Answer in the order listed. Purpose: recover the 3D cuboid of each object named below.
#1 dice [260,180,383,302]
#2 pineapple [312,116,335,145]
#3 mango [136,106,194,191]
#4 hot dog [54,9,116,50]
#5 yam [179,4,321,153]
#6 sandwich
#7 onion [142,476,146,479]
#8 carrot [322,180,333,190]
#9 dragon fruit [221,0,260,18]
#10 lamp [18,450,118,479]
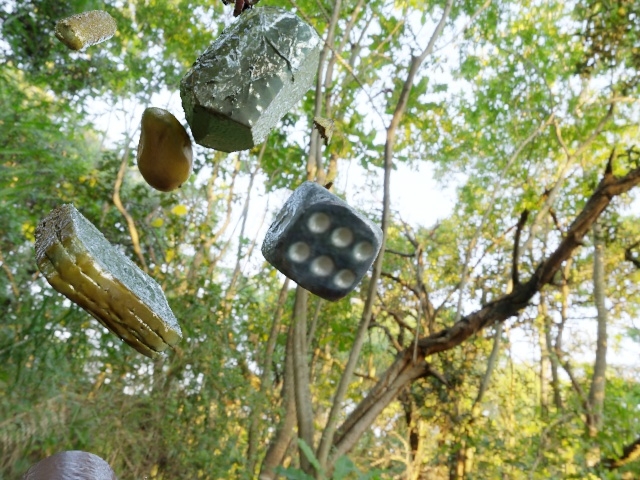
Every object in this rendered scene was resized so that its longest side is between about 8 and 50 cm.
[{"bbox_3d":[0.000,0.000,0.997,0.182,0.181,0.183,32,4,-16],"label":"dice"},{"bbox_3d":[0.021,-0.400,1.843,0.077,0.114,0.114,-24,-49,-10],"label":"pineapple"},{"bbox_3d":[-0.299,-0.172,0.981,0.115,0.089,0.164,21,-62,2],"label":"mango"},{"bbox_3d":[-0.576,-0.530,1.257,0.083,0.289,0.068,26,-66,-18],"label":"hot dog"},{"bbox_3d":[-0.144,-0.302,0.977,0.202,0.271,0.202,26,-20,2],"label":"yam"},{"bbox_3d":[-0.411,0.081,0.988,0.271,0.099,0.301,32,-18,52],"label":"sandwich"},{"bbox_3d":[-0.567,0.780,1.346,0.273,0.285,0.273,42,-7,6],"label":"onion"},{"bbox_3d":[-0.009,-0.145,1.764,0.036,0.035,0.165,32,-74,-28],"label":"carrot"},{"bbox_3d":[-0.221,-0.756,1.389,0.219,0.198,0.273,6,-1,-20],"label":"dragon fruit"},{"bbox_3d":[-0.395,0.438,0.776,0.180,0.180,0.258,29,-7,-24],"label":"lamp"}]
